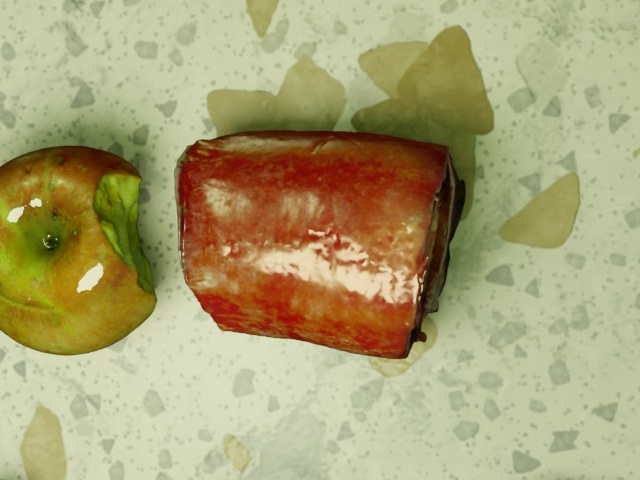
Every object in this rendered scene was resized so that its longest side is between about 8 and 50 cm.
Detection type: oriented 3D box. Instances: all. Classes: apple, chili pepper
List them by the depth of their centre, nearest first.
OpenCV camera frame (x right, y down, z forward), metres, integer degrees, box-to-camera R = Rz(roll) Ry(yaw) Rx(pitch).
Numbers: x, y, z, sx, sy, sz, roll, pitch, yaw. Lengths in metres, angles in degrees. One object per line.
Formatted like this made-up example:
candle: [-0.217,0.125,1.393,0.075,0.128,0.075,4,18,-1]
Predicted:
chili pepper: [0.000,0.000,1.789,0.305,0.229,0.251,4,97,17]
apple: [-0.286,0.011,1.803,0.246,0.226,0.246,-1,84,11]

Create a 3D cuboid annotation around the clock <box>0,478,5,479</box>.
clock: [-0.382,0.407,1.876,0.194,0.100,0.195,51,138,24]
